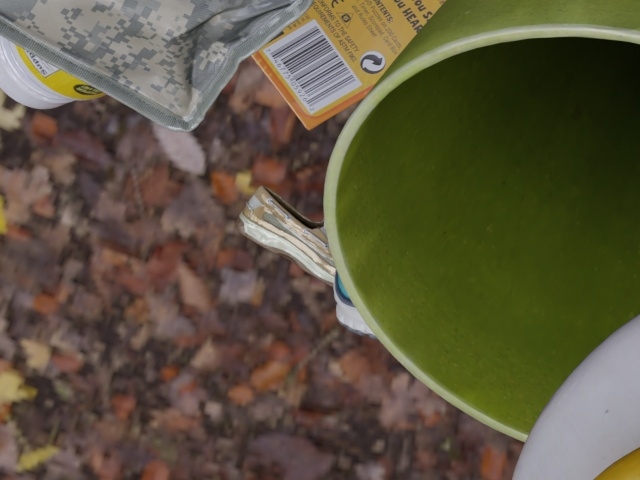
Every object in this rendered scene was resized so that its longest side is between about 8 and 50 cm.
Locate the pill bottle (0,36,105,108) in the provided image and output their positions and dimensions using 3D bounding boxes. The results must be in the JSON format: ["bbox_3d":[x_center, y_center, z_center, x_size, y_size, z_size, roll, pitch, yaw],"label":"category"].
[{"bbox_3d":[-0.172,-0.178,1.352,0.119,0.119,0.208,43,145,-23],"label":"pill bottle"}]

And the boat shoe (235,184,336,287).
[{"bbox_3d":[0.000,0.000,1.970,0.190,0.068,0.072,28,102,-10],"label":"boat shoe"}]

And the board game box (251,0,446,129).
[{"bbox_3d":[0.038,-0.412,1.820,0.356,0.356,0.356,-29,118,19],"label":"board game box"}]

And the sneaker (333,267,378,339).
[{"bbox_3d":[0.119,0.030,1.293,0.275,0.107,0.110,8,100,37],"label":"sneaker"}]

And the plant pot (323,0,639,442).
[{"bbox_3d":[0.178,-0.081,0.889,0.274,0.293,0.275,14,136,14],"label":"plant pot"}]

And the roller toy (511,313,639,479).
[{"bbox_3d":[0.178,0.116,0.630,0.191,0.146,0.209,-23,130,-7],"label":"roller toy"}]

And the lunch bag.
[{"bbox_3d":[-0.162,-0.239,1.096,0.287,0.235,0.169,28,124,-31],"label":"lunch bag"}]
